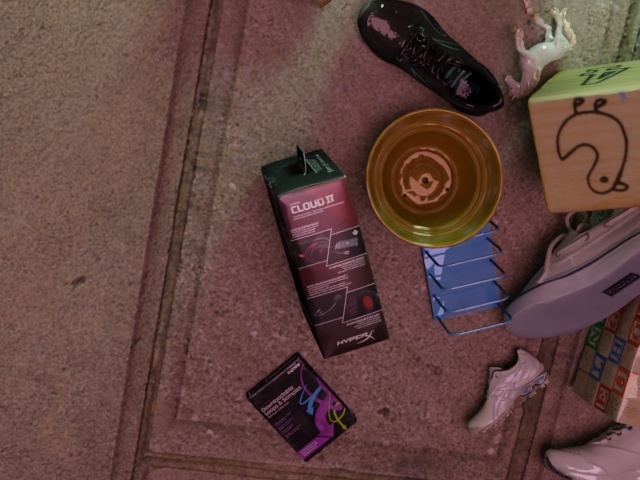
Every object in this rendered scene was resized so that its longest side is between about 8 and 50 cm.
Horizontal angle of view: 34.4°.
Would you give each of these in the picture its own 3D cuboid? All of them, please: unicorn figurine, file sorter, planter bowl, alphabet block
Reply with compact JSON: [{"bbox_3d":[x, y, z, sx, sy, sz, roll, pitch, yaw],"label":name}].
[{"bbox_3d":[0.337,-0.294,1.631,0.162,0.060,0.111,-26,107,0],"label":"unicorn figurine"},{"bbox_3d":[0.240,0.054,1.691,0.118,0.104,0.170,-13,106,-5],"label":"file sorter"},{"bbox_3d":[0.173,-0.097,1.636,0.217,0.090,0.217,0,91,-5],"label":"planter bowl"},{"bbox_3d":[0.450,-0.163,1.578,0.197,0.193,0.192,-5,108,30],"label":"alphabet block"}]

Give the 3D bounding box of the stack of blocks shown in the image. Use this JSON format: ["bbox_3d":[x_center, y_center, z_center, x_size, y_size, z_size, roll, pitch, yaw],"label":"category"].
[{"bbox_3d":[0.534,0.146,1.723,0.087,0.171,0.297,14,96,-12],"label":"stack of blocks"}]

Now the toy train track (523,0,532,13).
[{"bbox_3d":[0.322,-0.397,1.624,0.048,0.014,0.083,-16,108,-4],"label":"toy train track"}]

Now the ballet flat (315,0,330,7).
[{"bbox_3d":[-0.065,-0.410,1.538,0.206,0.073,0.067,28,114,-11],"label":"ballet flat"}]

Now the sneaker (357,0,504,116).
[{"bbox_3d":[0.178,-0.283,1.588,0.267,0.106,0.101,31,100,-14],"label":"sneaker"}]

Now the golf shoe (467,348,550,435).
[{"bbox_3d":[0.309,0.260,1.790,0.176,0.069,0.086,-42,87,1],"label":"golf shoe"}]

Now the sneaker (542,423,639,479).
[{"bbox_3d":[0.536,0.375,1.838,0.297,0.111,0.129,2,88,-12],"label":"sneaker"}]

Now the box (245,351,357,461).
[{"bbox_3d":[-0.032,0.283,1.753,0.116,0.029,0.162,-40,106,4],"label":"box"}]

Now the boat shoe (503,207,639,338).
[{"bbox_3d":[0.436,0.024,1.679,0.136,0.156,0.367,21,139,-27],"label":"boat shoe"}]

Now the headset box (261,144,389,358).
[{"bbox_3d":[0.000,0.000,1.581,0.110,0.218,0.293,-17,107,-5],"label":"headset box"}]
